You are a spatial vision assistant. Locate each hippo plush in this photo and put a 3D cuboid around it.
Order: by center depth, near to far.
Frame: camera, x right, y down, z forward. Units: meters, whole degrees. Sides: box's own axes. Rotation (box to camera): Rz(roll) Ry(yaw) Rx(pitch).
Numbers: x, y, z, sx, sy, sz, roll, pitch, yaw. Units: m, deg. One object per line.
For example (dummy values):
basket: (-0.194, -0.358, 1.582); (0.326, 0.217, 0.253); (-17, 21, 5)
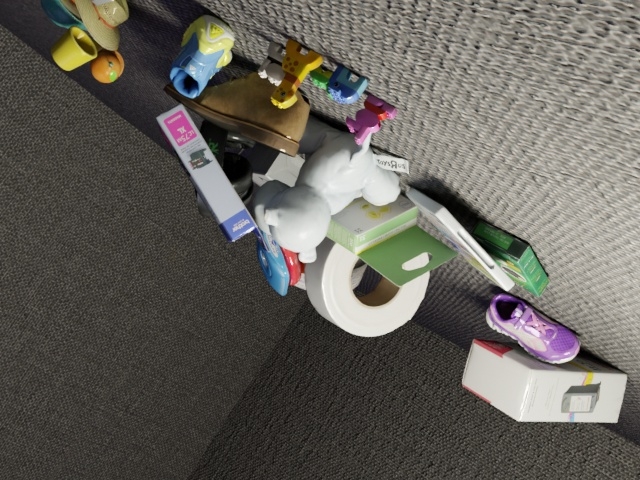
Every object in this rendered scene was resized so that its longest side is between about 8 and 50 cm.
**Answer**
hippo plush: (0.011, -0.072, 1.655); (0.234, 0.237, 0.294); (38, 173, -36)

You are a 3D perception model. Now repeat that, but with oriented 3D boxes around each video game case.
video game case: (0.246, -0.007, 1.634); (0.193, 0.023, 0.212); (46, -178, -15)

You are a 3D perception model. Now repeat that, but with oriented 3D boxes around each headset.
headset: (-0.230, -0.192, 1.986); (0.185, 0.243, 0.394); (9, -165, 4)

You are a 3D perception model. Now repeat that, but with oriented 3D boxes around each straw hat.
straw hat: (-0.396, -0.436, 1.711); (0.144, 0.061, 0.144); (55, -157, -38)

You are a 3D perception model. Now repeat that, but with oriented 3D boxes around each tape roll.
tape roll: (0.110, 0.076, 2.112); (0.286, 0.286, 0.100); (37, 173, -28)

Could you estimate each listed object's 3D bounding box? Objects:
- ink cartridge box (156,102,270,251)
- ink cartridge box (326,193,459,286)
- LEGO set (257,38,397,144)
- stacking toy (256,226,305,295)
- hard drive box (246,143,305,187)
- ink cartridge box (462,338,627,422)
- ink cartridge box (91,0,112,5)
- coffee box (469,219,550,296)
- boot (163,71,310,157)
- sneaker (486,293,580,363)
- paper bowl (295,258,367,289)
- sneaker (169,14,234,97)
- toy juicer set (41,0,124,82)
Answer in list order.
ink cartridge box: (-0.199, -0.099, 1.700); (0.311, 0.065, 0.186); (56, 174, -4)
ink cartridge box: (0.128, -0.018, 1.751); (0.235, 0.171, 0.056); (34, 136, 37)
LEGO set: (-0.014, -0.215, 1.324); (0.227, 0.093, 0.087); (32, 174, 19)
stacking toy: (0.000, 0.000, 2.257); (0.166, 0.301, 0.175); (104, 145, -66)
hard drive box: (-0.077, -0.150, 2.237); (0.181, 0.089, 0.232); (36, 174, -20)
ink cartridge box: (0.526, 0.331, 2.152); (0.306, 0.131, 0.226); (6, -171, -30)
ink cartridge box: (-0.398, -0.465, 1.475); (0.175, 0.072, 0.127); (37, 173, -26)
coffee box: (0.345, 0.033, 1.660); (0.113, 0.040, 0.184); (32, 174, 34)
boot: (-0.146, -0.248, 1.620); (0.305, 0.115, 0.112); (24, -177, 29)
sneaker: (0.473, 0.191, 2.063); (0.236, 0.095, 0.104); (29, 161, 31)
paper bowl: (-0.002, 0.005, 2.437); (0.284, 0.148, 0.284); (16, -149, -10)
sneaker: (-0.214, -0.302, 1.544); (0.091, 0.126, 0.240); (34, 174, -6)
toy juicer set: (-0.463, -0.454, 1.774); (0.209, 0.089, 0.329); (21, -139, -62)
